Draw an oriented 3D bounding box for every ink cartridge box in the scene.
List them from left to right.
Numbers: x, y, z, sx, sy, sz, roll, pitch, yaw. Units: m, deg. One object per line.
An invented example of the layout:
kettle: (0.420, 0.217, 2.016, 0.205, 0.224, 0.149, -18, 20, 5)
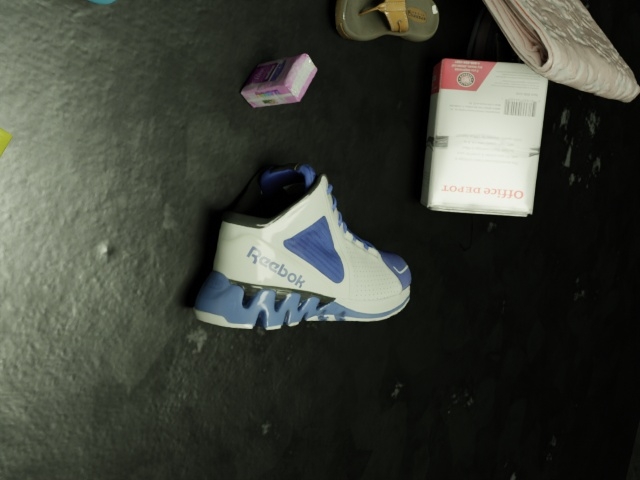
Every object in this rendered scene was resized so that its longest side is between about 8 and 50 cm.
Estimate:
ink cartridge box: (0.241, -0.151, 0.978, 0.092, 0.158, 0.218, -90, -176, -83)

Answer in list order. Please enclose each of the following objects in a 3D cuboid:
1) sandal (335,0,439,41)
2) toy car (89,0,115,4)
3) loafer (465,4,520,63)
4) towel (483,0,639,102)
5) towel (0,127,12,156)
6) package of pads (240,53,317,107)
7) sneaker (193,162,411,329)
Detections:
sandal: (0.103, -0.307, 0.875, 0.219, 0.060, 0.090, -6, 103, -45)
toy car: (-0.178, -0.363, 0.510, 0.210, 0.219, 0.238, 14, 60, -46)
loafer: (0.294, -0.233, 1.065, 0.109, 0.095, 0.303, 1, 98, -47)
towel: (0.337, -0.354, 0.983, 0.331, 0.053, 0.317, -5, 63, -46)
towel: (-0.345, -0.009, 0.509, 0.102, 0.021, 0.237, 41, 69, -49)
package of pads: (-0.047, -0.179, 0.732, 0.032, 0.083, 0.050, 45, 63, -37)
sneaker: (-0.001, 0.000, 0.789, 0.315, 0.127, 0.182, -1, 102, -44)
